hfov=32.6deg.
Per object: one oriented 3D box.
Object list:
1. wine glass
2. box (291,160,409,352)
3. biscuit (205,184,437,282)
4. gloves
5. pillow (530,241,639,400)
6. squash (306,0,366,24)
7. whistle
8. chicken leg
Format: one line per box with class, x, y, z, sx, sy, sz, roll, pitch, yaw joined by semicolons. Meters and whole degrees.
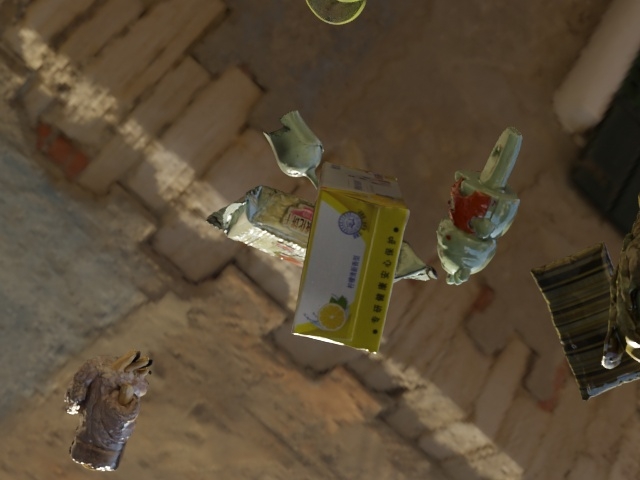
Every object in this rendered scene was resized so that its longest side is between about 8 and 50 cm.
wine glass;-0.016;-0.110;1.748;0.079;0.196;0.079;-30;171;-5
box;0.033;0.009;1.260;0.265;0.097;0.169;-85;-174;-78
biscuit;0.002;0.000;1.567;0.079;0.309;0.186;-70;-165;-12
gloves;-0.254;0.196;1.279;0.110;0.094;0.144;98;3;-80
pillow;0.381;0.113;1.525;0.113;0.204;0.038;-21;-175;8
squash;0.025;-0.314;1.335;0.083;0.083;0.250;-47;-174;1
whistle;0.231;-0.045;1.582;0.105;0.101;0.253;0;122;-41
chicken leg;0.432;-0.041;1.321;0.201;0.152;0.429;111;-6;-54
